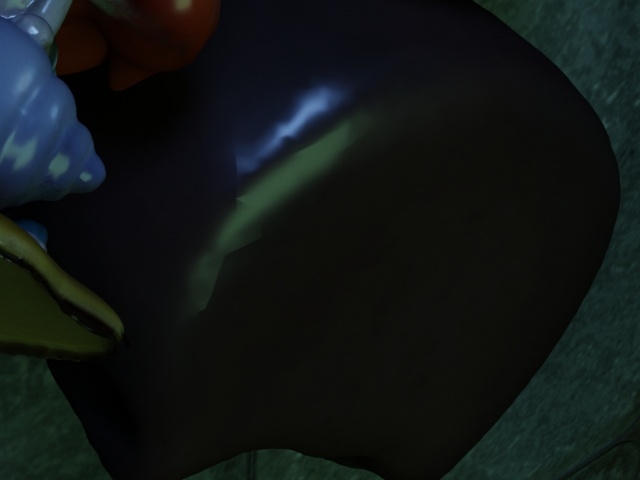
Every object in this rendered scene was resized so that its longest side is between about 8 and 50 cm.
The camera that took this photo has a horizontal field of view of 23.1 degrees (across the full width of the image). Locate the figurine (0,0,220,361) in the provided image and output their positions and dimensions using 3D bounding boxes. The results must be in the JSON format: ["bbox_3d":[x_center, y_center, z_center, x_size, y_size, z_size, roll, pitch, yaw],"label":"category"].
[{"bbox_3d":[-0.120,-0.100,0.591,0.208,0.181,0.257,50,54,-55],"label":"figurine"}]

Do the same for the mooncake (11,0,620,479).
[{"bbox_3d":[0.000,0.000,0.837,0.326,0.174,0.334,-24,139,-30],"label":"mooncake"}]
